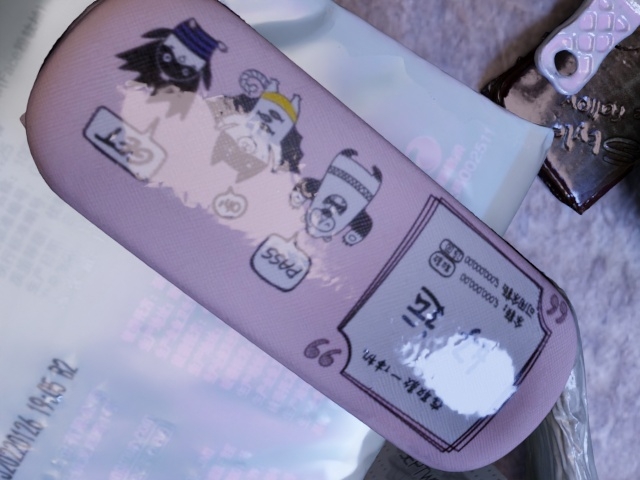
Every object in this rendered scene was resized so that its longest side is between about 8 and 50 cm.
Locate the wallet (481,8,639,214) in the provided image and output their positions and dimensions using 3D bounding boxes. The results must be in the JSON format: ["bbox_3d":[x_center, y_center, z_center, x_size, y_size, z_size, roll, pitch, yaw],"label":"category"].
[{"bbox_3d":[0.240,-0.134,0.775,0.232,0.031,0.122,-40,105,-1],"label":"wallet"}]

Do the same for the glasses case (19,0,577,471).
[{"bbox_3d":[0.000,0.000,0.525,0.314,0.075,0.122,39,91,-18],"label":"glasses case"}]

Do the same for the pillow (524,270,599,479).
[{"bbox_3d":[0.166,0.137,0.746,0.050,0.148,0.229,-10,100,4],"label":"pillow"}]

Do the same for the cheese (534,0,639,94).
[{"bbox_3d":[0.229,-0.191,0.713,0.137,0.064,0.227,44,88,-17],"label":"cheese"}]

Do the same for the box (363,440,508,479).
[{"bbox_3d":[0.143,0.301,0.736,0.095,0.210,0.330,-27,103,-6],"label":"box"}]

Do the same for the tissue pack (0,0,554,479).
[{"bbox_3d":[-0.108,0.028,0.650,0.332,0.205,0.404,30,93,-13],"label":"tissue pack"}]
